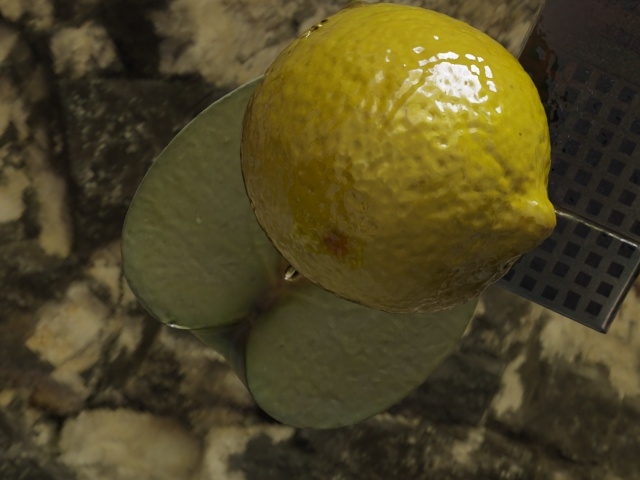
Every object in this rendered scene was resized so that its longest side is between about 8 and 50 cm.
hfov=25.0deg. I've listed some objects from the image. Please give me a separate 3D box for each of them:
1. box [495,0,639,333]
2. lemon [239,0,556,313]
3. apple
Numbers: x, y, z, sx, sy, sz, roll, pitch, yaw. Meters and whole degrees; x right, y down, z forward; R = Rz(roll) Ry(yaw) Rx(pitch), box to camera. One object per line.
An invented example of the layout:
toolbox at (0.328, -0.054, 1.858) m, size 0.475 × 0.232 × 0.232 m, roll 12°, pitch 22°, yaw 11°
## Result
box at (0.236, -0.098, 1.227) m, size 0.180 × 0.047 × 0.325 m, roll 25°, pitch -73°, yaw 0°
lemon at (0.060, -0.059, 1.085) m, size 0.253 × 0.228 × 0.228 m, roll 47°, pitch -47°, yaw 44°
apple at (0.000, 0.000, 1.574) m, size 0.360 × 0.320 × 0.312 m, roll -47°, pitch -127°, yaw 5°
